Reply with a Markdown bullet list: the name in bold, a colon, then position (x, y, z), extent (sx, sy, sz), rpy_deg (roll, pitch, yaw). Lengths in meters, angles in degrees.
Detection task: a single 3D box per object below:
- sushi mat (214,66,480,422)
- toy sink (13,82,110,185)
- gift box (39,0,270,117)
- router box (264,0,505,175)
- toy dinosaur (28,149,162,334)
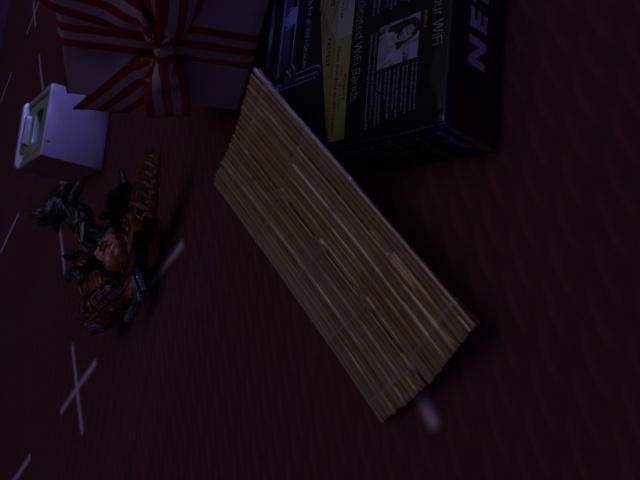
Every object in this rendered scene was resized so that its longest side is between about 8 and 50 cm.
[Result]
- **sushi mat**: position (0.000, 0.000, 0.494), extent (0.317, 0.019, 0.151), rpy_deg (52, 133, 24)
- **toy sink**: position (-0.567, -0.218, 1.163), extent (0.234, 0.131, 0.153), rpy_deg (-6, 76, 47)
- **gift box**: position (-0.215, -0.308, 0.661), extent (0.255, 0.276, 0.258), rpy_deg (118, 146, -61)
- **router box**: position (0.051, -0.224, 0.522), extent (0.242, 0.081, 0.309), rpy_deg (-2, 80, 48)
- **toy dinosaur**: position (-0.319, 0.001, 0.864), extent (0.322, 0.164, 0.218), rpy_deg (-46, 63, 7)
